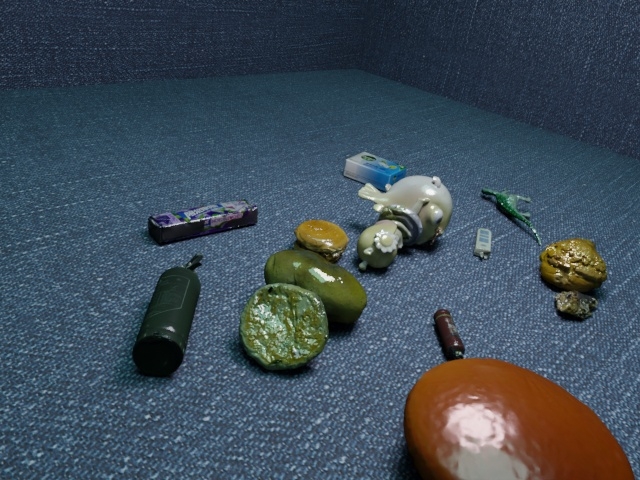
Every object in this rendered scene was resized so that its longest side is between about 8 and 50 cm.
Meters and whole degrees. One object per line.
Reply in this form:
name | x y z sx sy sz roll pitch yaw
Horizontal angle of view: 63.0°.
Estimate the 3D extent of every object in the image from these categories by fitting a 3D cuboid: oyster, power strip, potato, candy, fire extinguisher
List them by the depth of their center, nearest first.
fire extinguisher | -0.301 0.134 1.086 0.095 0.114 0.311 43 17 -23
fire extinguisher | 0.290 0.217 1.169 0.064 0.043 0.158 46 19 -24
potato | -0.015 0.107 1.183 0.248 0.144 0.169 23 21 7
oyster | 0.665 0.161 1.367 0.103 0.051 0.148 24 32 27
candy | -0.322 -0.060 1.473 0.312 0.061 0.088 -16 35 -37
power strip | 0.501 0.010 1.614 0.047 0.030 0.191 15 29 12

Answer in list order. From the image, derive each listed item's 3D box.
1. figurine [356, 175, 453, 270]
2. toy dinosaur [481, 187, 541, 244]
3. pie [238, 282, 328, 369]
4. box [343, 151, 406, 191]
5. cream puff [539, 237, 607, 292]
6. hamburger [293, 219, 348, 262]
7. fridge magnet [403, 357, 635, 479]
figurine | 0.204 -0.055 1.501 0.274 0.227 0.394 33 48 14
toy dinosaur | 0.713 -0.109 1.849 0.129 0.076 0.383 -8 29 -15
pie | -0.074 0.174 1.059 0.186 0.041 0.187 -1 64 3
box | 0.206 -0.260 1.971 0.194 0.073 0.139 25 33 27
cream puff | 0.716 0.062 1.474 0.188 0.130 0.189 7 27 -4
hamburger | 0.000 0.000 1.438 0.147 0.083 0.138 24 28 19
fridge magnet | 0.309 0.335 0.843 0.363 0.155 0.364 7 29 -4
